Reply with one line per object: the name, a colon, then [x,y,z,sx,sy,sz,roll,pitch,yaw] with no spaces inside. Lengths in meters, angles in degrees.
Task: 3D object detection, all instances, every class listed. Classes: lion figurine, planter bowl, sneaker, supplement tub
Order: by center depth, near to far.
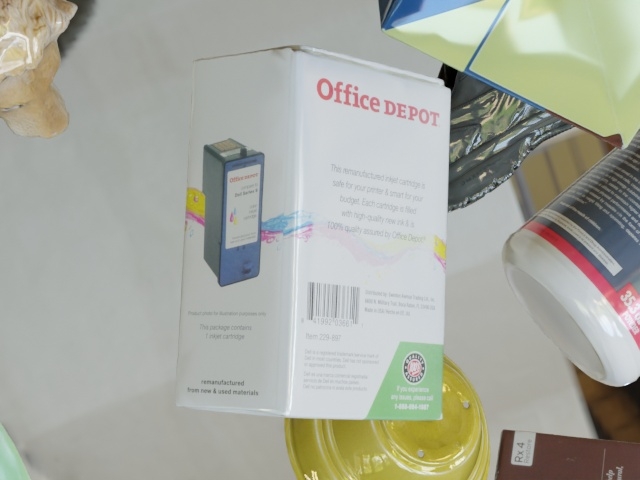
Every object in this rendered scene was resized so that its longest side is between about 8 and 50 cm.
lion figurine: [-0.163,-0.246,1.097,0.240,0.142,0.392,1,-116,65]
sneaker: [0.181,-0.143,1.569,0.286,0.130,0.109,-35,-174,-12]
planter bowl: [0.082,0.172,1.641,0.217,0.217,0.090,-34,176,-31]
supplement tub: [0.336,-0.003,1.758,0.272,0.191,0.191,-39,-156,-8]

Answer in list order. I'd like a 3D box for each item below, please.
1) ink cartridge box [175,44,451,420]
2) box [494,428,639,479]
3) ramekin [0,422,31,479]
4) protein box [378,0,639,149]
ink cartridge box: [0.000,0.000,1.059,0.093,0.212,0.154,0,175,40]
box: [0.273,0.334,1.928,0.167,0.203,0.168,5,-123,12]
ramekin: [-0.401,0.217,1.518,0.303,0.303,0.148,0,-150,44]
protein box: [0.129,-0.191,0.866,0.200,0.136,0.201,-60,-166,24]
